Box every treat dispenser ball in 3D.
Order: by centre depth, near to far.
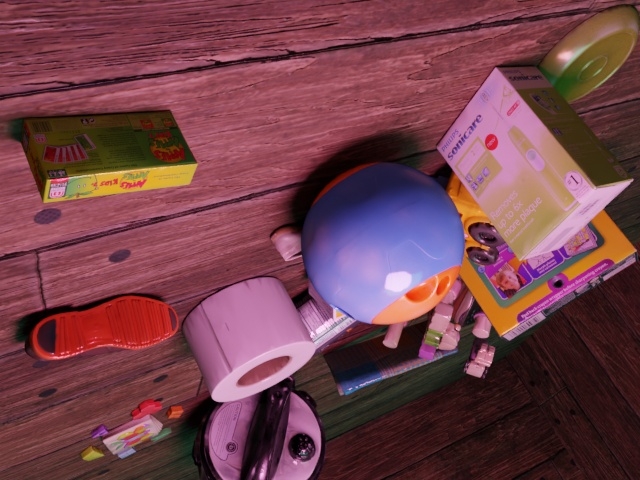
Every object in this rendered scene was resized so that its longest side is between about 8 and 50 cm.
[{"bbox_3d":[0.110,0.005,1.188,0.288,0.288,0.288,-25,156,-12],"label":"treat dispenser ball"}]

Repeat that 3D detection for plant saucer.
[{"bbox_3d":[0.511,-0.339,1.279,0.241,0.037,0.241,-25,155,-12],"label":"plant saucer"}]

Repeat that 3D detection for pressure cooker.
[{"bbox_3d":[-0.171,0.605,1.954,0.376,0.370,0.420,-24,159,-23],"label":"pressure cooker"}]

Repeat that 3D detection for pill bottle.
[{"bbox_3d":[-0.012,0.194,1.600,0.246,0.130,0.130,-36,156,3],"label":"pill bottle"}]

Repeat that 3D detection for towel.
[{"bbox_3d":[0.206,0.351,2.040,0.370,0.040,0.271,-18,-166,-4],"label":"towel"}]

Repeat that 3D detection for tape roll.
[{"bbox_3d":[-0.155,0.214,1.448,0.246,0.169,0.246,-24,155,-12],"label":"tape roll"}]

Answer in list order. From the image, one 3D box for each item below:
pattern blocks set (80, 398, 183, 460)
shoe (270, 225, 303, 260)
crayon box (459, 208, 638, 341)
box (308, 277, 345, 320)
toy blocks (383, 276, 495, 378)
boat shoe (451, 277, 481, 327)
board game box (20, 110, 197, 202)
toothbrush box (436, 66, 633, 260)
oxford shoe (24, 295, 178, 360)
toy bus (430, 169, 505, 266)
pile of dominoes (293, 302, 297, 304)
[{"bbox_3d":[-0.514,0.531,1.840,0.285,0.026,0.325,-28,156,-3],"label":"pattern blocks set"},{"bbox_3d":[0.000,0.000,1.337,0.219,0.058,0.076,-10,149,-38],"label":"shoe"},{"bbox_3d":[0.512,0.014,1.630,0.363,0.313,0.106,-36,152,13],"label":"crayon box"},{"bbox_3d":[0.087,0.075,1.482,0.203,0.114,0.103,-20,129,-24],"label":"box"},{"bbox_3d":[0.355,0.169,1.849,0.288,0.309,0.260,94,17,-53],"label":"toy blocks"},{"bbox_3d":[0.452,0.098,1.964,0.123,0.120,0.324,6,116,-49],"label":"boat shoe"},{"bbox_3d":[-0.252,-0.104,0.806,0.181,0.092,0.043,-12,151,-35],"label":"board game box"},{"bbox_3d":[0.373,-0.141,1.206,0.122,0.283,0.206,-11,150,-35],"label":"toothbrush box"},{"bbox_3d":[-0.389,0.159,1.200,0.271,0.097,0.098,-2,164,-40],"label":"oxford shoe"},{"bbox_3d":[0.300,-0.061,1.425,0.220,0.211,0.149,84,25,-62],"label":"toy bus"},{"bbox_3d":[-0.116,0.232,1.719,0.196,0.040,0.251,-4,137,-43],"label":"pile of dominoes"}]
